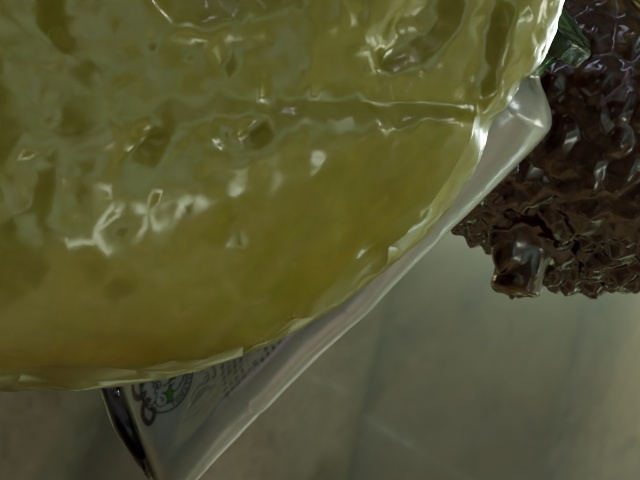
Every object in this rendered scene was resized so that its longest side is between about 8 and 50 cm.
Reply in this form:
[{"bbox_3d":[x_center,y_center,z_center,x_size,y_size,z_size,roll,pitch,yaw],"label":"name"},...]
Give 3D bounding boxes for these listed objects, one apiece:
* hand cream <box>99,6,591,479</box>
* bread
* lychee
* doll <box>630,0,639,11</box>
[{"bbox_3d":[0.000,0.000,0.886,0.076,0.121,0.336,24,-59,-42],"label":"hand cream"},{"bbox_3d":[-0.070,-0.092,0.392,0.270,0.270,0.148,47,-4,-20],"label":"bread"},{"bbox_3d":[0.153,-0.092,1.031,0.236,0.271,0.236,12,-18,4],"label":"lychee"},{"bbox_3d":[0.174,-0.105,0.720,0.113,0.078,0.076,-4,-45,23],"label":"doll"}]
